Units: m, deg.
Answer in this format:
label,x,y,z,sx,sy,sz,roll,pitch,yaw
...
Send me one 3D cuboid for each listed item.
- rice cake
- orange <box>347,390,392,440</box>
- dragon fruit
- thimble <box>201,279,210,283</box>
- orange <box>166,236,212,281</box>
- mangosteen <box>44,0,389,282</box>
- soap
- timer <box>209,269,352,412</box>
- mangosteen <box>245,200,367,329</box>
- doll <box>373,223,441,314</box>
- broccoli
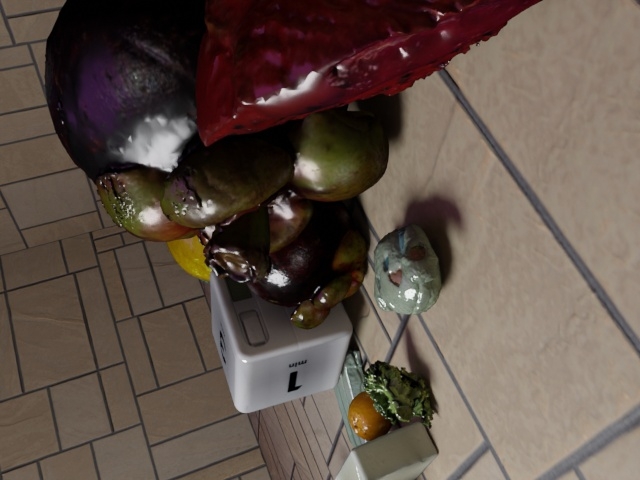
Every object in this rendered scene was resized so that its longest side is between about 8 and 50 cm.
label,x,y,z,sx,sy,sz,roll,pitch,yaw
rice cake,0.063,0.300,1.222,0.124,0.038,0.211,173,80,-73
orange,0.082,0.288,1.095,0.083,0.070,0.083,50,149,45
dragon fruit,0.069,-0.214,0.575,0.330,0.240,0.302,8,86,49
thimble,-0.212,0.007,1.573,0.143,0.198,0.235,69,-165,12
orange,-0.157,-0.045,1.231,0.235,0.279,0.279,37,157,5
mangosteen,-0.128,-0.180,0.812,0.421,0.381,0.381,53,154,36
soap,0.097,0.348,1.015,0.183,0.121,0.063,103,146,-57
timer,-0.074,0.151,1.133,0.195,0.194,0.192,98,153,-51
mangosteen,-0.029,0.014,0.998,0.210,0.210,0.209,164,90,-73
doll,0.102,0.038,0.795,0.214,0.072,0.103,110,154,-77
broccoli,0.108,0.212,0.910,0.092,0.095,0.097,-128,31,-80
